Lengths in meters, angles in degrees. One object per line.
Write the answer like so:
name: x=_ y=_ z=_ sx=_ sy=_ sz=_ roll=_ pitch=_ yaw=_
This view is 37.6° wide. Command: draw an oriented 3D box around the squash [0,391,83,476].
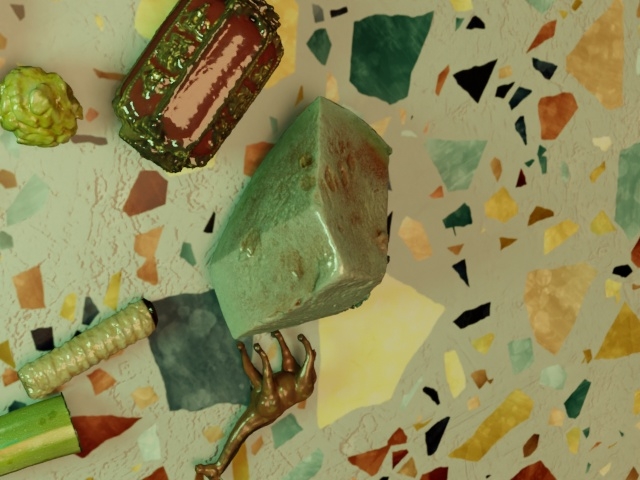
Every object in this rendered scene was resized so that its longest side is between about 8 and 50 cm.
squash: x=-0.447 y=0.292 z=1.349 sx=0.187 sy=0.095 sz=0.095 roll=-17 pitch=110 yaw=-20

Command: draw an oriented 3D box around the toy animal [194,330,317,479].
toy animal: x=-0.106 y=0.269 z=1.518 sx=0.224 sy=0.066 sz=0.230 roll=-14 pitch=113 yaw=-22

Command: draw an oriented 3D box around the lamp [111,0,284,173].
lamp: x=-0.170 y=-0.228 z=1.307 sx=0.177 sy=0.177 sz=0.274 roll=34 pitch=87 yaw=-28

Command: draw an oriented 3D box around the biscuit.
biscuit: x=-0.338 y=0.160 z=1.386 sx=0.219 sy=0.055 sz=0.061 roll=-29 pitch=123 yaw=-16

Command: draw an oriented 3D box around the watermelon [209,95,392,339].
watermelon: x=0.000 y=0.000 z=1.390 sx=0.228 sy=0.258 sz=0.387 roll=22 pitch=96 yaw=-26

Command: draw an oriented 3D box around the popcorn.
popcorn: x=-0.376 y=-0.182 z=1.252 sx=0.120 sy=0.106 sz=0.116 roll=16 pitch=131 yaw=-41
